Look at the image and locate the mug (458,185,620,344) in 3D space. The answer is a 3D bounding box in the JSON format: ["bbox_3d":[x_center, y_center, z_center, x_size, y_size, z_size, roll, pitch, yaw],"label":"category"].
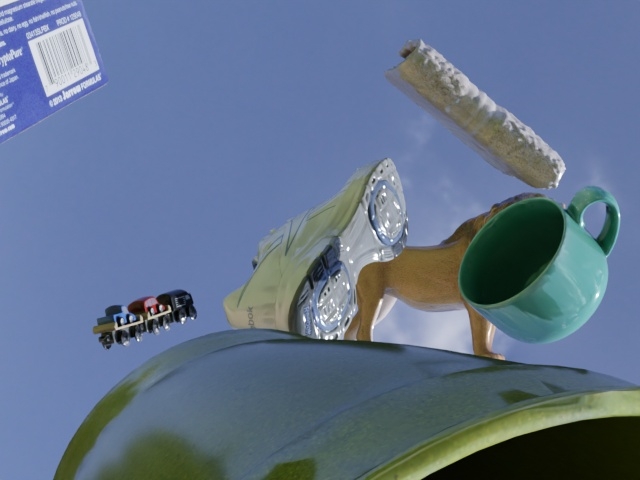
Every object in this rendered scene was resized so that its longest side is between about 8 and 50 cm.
[{"bbox_3d":[0.224,0.032,1.136,0.158,0.097,0.129,-23,-141,42],"label":"mug"}]

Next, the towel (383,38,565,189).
[{"bbox_3d":[0.151,-0.130,1.187,0.049,0.187,0.282,-52,-175,6],"label":"towel"}]

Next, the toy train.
[{"bbox_3d":[-0.154,0.067,1.044,0.027,0.158,0.036,-11,-88,21],"label":"toy train"}]

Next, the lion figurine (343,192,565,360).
[{"bbox_3d":[0.158,0.057,1.670,0.392,0.142,0.240,-2,-98,17],"label":"lion figurine"}]

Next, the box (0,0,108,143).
[{"bbox_3d":[-0.172,-0.159,0.526,0.036,0.136,0.225,-9,-72,20],"label":"box"}]

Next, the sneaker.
[{"bbox_3d":[0.000,0.000,1.236,0.129,0.297,0.111,-1,-60,32],"label":"sneaker"}]

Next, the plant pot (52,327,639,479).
[{"bbox_3d":[0.016,0.196,0.569,0.353,0.366,0.366,25,-74,64],"label":"plant pot"}]
